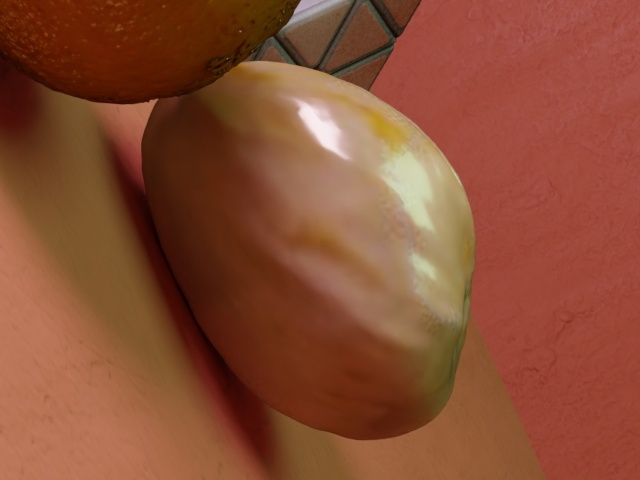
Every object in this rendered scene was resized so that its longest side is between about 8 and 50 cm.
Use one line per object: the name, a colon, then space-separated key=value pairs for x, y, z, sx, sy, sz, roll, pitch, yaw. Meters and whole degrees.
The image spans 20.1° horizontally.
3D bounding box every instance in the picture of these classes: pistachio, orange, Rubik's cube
pistachio: x=0.000 y=0.000 z=1.342 sx=0.309 sy=0.230 sz=0.230 roll=49 pitch=9 yaw=7
orange: x=-0.123 y=-0.220 z=1.112 sx=0.274 sy=0.274 sz=0.274 roll=61 pitch=11 yaw=-21
Rubik's cube: x=-0.049 y=-0.188 z=1.735 sx=0.228 sy=0.229 sz=0.233 roll=21 pitch=73 yaw=-20
